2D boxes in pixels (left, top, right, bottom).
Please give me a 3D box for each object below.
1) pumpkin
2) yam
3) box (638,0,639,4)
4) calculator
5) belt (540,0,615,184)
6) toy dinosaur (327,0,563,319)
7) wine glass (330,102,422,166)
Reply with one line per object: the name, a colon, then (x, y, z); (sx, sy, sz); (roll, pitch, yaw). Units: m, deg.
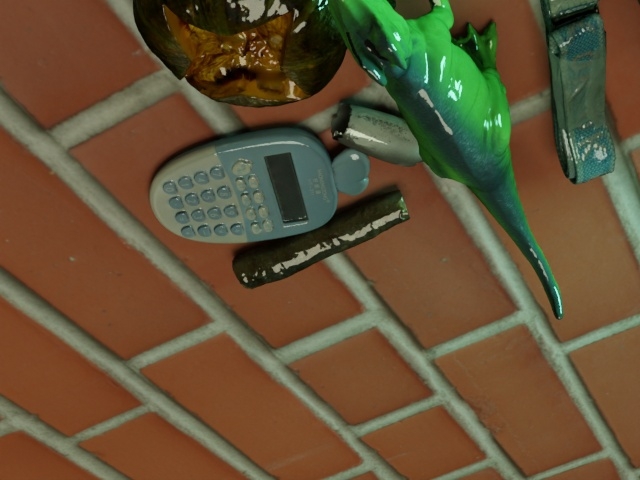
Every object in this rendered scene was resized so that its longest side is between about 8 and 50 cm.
pumpkin: (-0.077, -0.246, 0.981); (0.238, 0.159, 0.238); (2, 156, 1)
yam: (0.000, 0.000, 1.339); (0.274, 0.061, 0.061); (-23, 136, 13)
box: (0.491, -0.257, 1.088); (0.173, 0.145, 0.333); (-28, 134, 21)
calculator: (-0.081, -0.072, 1.256); (0.303, 0.042, 0.188); (-11, 136, 2)
belt: (0.329, -0.191, 1.170); (0.072, 0.087, 0.302); (-14, 137, 9)
toy dinosaur: (0.179, -0.081, 1.021); (0.144, 0.374, 0.500); (-27, 98, 19)
wine glass: (0.130, -0.120, 1.225); (0.262, 0.074, 0.074); (16, 131, -25)
